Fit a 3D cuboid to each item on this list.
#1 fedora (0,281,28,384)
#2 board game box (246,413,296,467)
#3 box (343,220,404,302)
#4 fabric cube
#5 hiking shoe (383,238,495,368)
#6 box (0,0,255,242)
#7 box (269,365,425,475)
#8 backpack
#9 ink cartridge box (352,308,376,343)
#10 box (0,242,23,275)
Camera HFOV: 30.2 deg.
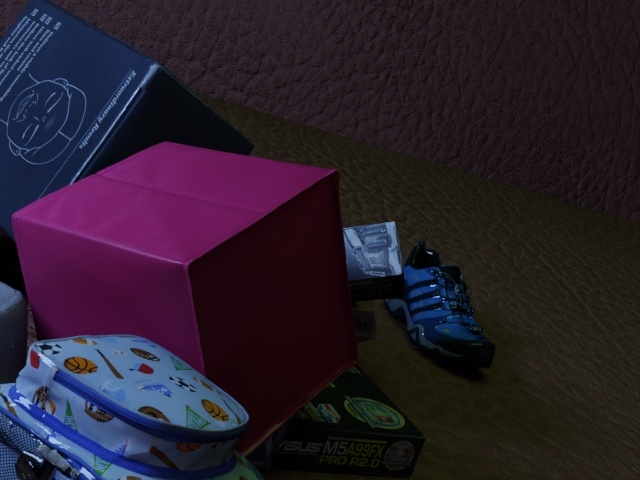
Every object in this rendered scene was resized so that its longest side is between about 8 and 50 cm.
[{"bbox_3d":[-0.391,0.096,1.251,0.243,0.124,0.275,20,3,7],"label":"fedora"},{"bbox_3d":[-0.094,0.184,1.379,0.136,0.035,0.201,3,28,18],"label":"board game box"},{"bbox_3d":[-0.040,0.047,1.637,0.307,0.076,0.242,-7,-9,2],"label":"box"},{"bbox_3d":[-0.140,0.058,1.314,0.258,0.254,0.259,11,30,35],"label":"fabric cube"},{"bbox_3d":[0.200,0.107,1.985,0.113,0.132,0.304,10,18,-29],"label":"hiking shoe"},{"bbox_3d":[-0.337,-0.132,1.678,0.212,0.293,0.395,38,-3,-43],"label":"box"},{"bbox_3d":[-0.023,0.203,1.528,0.216,0.060,0.270,10,17,-28],"label":"box"},{"bbox_3d":[-0.174,0.214,1.074,0.263,0.213,0.276,36,18,22],"label":"backpack"},{"bbox_3d":[-0.032,0.131,1.699,0.145,0.045,0.179,12,-24,-36],"label":"ink cartridge box"},{"bbox_3d":[-0.392,0.039,1.737,0.137,0.027,0.094,21,15,12],"label":"box"}]
